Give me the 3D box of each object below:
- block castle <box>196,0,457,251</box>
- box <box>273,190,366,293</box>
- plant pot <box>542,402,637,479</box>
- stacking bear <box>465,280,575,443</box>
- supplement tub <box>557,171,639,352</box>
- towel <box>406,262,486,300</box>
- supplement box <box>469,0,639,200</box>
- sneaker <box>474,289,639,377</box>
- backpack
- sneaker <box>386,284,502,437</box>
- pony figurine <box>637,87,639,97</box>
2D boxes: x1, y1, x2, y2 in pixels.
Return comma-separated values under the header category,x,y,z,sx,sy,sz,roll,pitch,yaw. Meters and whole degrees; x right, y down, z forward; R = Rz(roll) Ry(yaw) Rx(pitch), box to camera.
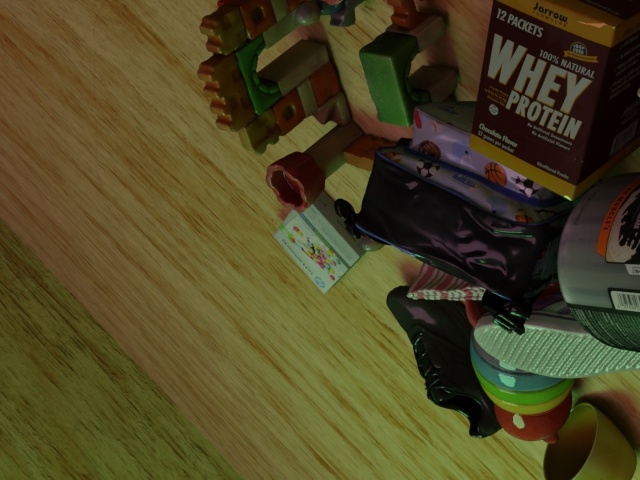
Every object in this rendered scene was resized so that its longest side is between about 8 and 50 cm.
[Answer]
category,x,y,z,sx,sy,sz,roll,pitch,yaw
block castle,0.001,-0.216,1.326,0.303,0.213,0.453,21,142,42
box,0.000,0.000,1.765,0.145,0.038,0.186,49,152,5
plant pot,0.406,0.320,1.487,0.095,0.134,0.134,27,152,-9
stacking bear,0.297,0.176,1.441,0.175,0.164,0.289,27,147,36
supplement tub,0.392,0.024,0.957,0.193,0.193,0.316,59,159,-14
towel,0.205,0.015,1.392,0.029,0.144,0.197,38,158,-25
supplement box,0.267,-0.182,1.013,0.129,0.191,0.194,33,139,30
sneaker,0.337,0.080,1.244,0.282,0.161,0.102,-3,135,29
backpack,0.205,-0.052,1.193,0.276,0.263,0.213,33,112,27
sneaker,0.201,0.189,1.605,0.286,0.130,0.109,45,152,14
pony figurine,0.408,-0.220,0.695,0.351,0.303,0.363,19,103,43
